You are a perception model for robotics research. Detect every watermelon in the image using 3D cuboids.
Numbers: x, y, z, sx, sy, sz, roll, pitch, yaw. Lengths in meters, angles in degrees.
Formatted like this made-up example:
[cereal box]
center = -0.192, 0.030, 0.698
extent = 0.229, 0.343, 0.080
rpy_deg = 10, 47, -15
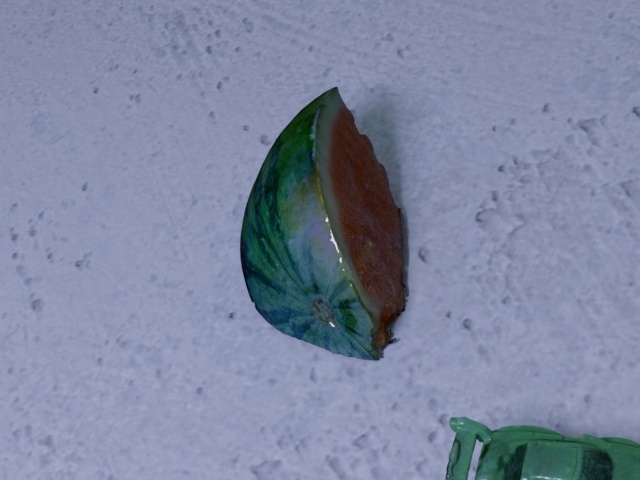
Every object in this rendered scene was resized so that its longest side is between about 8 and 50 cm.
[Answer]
[watermelon]
center = -0.022, -0.003, 1.331
extent = 0.146, 0.128, 0.231
rpy_deg = -24, 46, 29

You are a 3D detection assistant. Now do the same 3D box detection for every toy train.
[toy train]
center = 0.165, 0.174, 1.101
extent = 0.149, 0.081, 0.099
rpy_deg = 0, 52, 25
